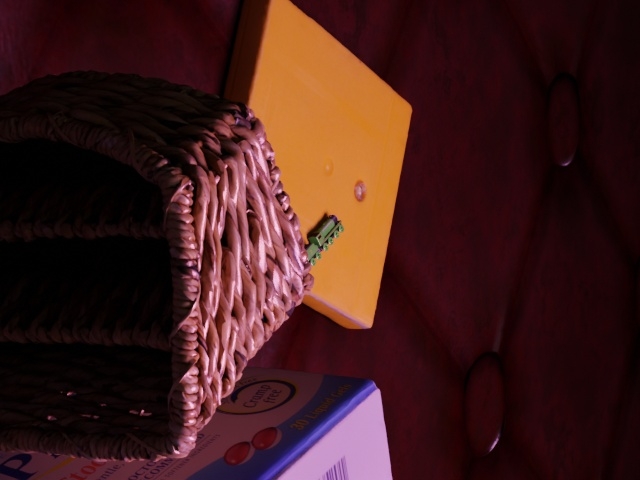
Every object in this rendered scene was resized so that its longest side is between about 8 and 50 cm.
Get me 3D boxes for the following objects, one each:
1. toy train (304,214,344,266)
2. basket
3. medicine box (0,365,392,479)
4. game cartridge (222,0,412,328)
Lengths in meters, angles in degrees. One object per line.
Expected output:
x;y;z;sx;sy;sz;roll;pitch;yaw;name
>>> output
0.000;0.000;1.627;0.083;0.017;0.024;-50;121;-45;toy train
-0.193;0.012;1.117;0.223;0.299;0.214;-51;133;-46;basket
-0.127;0.218;1.247;0.263;0.289;0.149;-34;122;-54;medicine box
-0.012;-0.081;1.669;0.323;0.052;0.285;33;64;-53;game cartridge
